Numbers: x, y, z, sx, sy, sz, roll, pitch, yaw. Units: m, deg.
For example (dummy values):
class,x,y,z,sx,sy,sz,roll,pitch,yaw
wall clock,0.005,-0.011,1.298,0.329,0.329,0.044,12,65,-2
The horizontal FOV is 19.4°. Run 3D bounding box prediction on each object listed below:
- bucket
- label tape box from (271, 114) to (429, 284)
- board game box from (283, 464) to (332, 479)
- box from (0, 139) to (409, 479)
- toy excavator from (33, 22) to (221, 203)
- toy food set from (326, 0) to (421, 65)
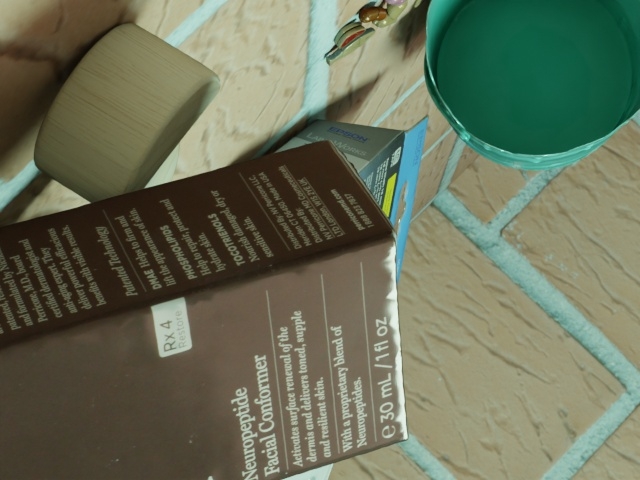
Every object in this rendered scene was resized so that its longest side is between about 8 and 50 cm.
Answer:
class,x,y,z,sx,sy,sz,roll,pitch,yaw
bucket,0.249,-0.212,2.135,0.281,0.281,0.183,-45,173,-5
label tape box,0.000,0.000,2.129,0.333,0.106,0.241,-43,147,-58
board game box,-0.147,0.266,1.943,0.390,0.050,0.390,-6,123,-44
box,-0.138,0.083,1.274,0.381,0.143,0.191,-16,127,-13
toy excavator,-0.201,0.053,1.504,0.445,0.222,0.433,-60,170,3
toy food set,0.055,-0.231,1.916,0.122,0.019,0.078,-35,169,-19
